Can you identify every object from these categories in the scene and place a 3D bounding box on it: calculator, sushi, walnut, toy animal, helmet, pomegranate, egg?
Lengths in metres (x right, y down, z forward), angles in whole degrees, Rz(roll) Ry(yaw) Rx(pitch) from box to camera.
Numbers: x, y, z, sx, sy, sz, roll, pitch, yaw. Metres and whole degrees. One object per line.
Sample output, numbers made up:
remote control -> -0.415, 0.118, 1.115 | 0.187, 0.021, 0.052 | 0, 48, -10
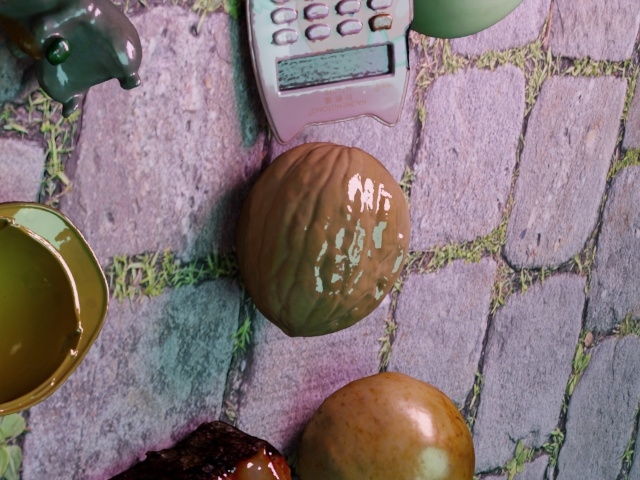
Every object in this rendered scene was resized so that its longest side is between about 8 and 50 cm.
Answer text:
calculator -> 0.011, -0.289, 1.620 | 0.220, 0.048, 0.329 | -10, 117, -14
sushi -> -0.159, 0.369, 1.664 | 0.343, 0.182, 0.196 | -22, 129, -41
walnut -> 0.000, 0.000, 1.677 | 0.225, 0.225, 0.261 | 23, 86, -52
toy animal -> -0.283, -0.254, 1.310 | 0.125, 0.127, 0.251 | -40, 120, -17
helmet -> -0.357, 0.082, 1.328 | 0.257, 0.140, 0.205 | -39, 101, -47
pomegranate -> 0.096, 0.318, 1.901 | 0.260, 0.260, 0.260 | -24, 124, -43
egg -> 0.190, -0.393, 1.717 | 0.269, 0.220, 0.220 | -59, 141, -4
